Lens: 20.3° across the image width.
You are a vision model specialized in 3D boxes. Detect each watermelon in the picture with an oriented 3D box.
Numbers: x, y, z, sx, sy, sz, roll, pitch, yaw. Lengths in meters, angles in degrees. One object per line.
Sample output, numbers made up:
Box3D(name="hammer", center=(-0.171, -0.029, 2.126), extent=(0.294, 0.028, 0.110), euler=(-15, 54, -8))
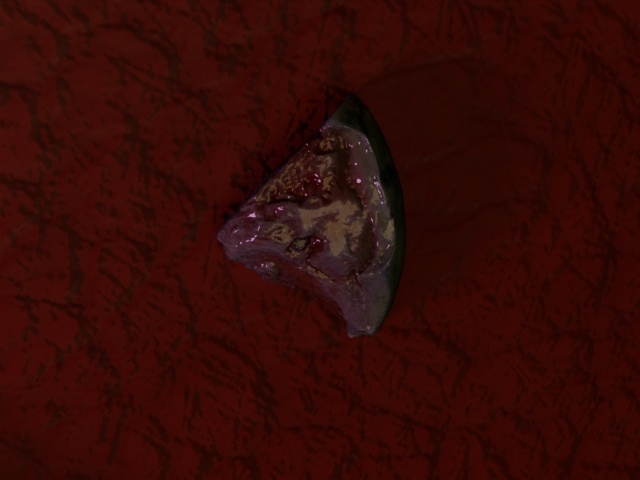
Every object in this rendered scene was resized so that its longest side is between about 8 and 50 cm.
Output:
Box3D(name="watermelon", center=(0.000, 0.000, 1.227), extent=(0.139, 0.071, 0.187), euler=(-12, 116, -12))
